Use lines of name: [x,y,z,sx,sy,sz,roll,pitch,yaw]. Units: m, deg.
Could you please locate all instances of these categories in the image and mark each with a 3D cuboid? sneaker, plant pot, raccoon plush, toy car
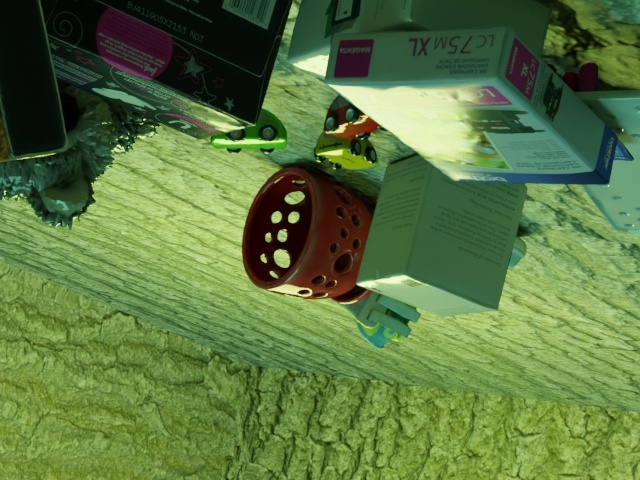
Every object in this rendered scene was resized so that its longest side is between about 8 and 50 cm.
sneaker: [0.165,0.073,2.233,0.319,0.208,0.127,2,160,42]
plant pot: [0.000,0.000,2.175,0.174,0.191,0.191,17,168,-37]
raccoon plush: [-0.228,-0.118,1.693,0.216,0.299,0.446,4,163,38]
toy car: [-0.027,-0.143,1.822,0.225,0.053,0.239,0,167,-4]

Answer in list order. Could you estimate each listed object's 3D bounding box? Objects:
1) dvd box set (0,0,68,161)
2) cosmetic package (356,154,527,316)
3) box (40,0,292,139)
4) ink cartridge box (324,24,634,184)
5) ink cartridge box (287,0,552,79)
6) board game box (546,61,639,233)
dvd box set: [-0.386,-0.221,1.441,0.062,0.308,0.420,-14,-173,-32]
cosmetic package: [0.164,-0.007,1.965,0.151,0.184,0.151,20,166,-21]
box: [-0.179,-0.228,1.491,0.247,0.163,0.142,22,166,-28]
ink cartridge box: [0.163,-0.116,1.404,0.185,0.065,0.311,3,165,35]
ink cartridge box: [0.093,-0.206,1.434,0.160,0.093,0.219,22,164,-29]
board game box: [0.455,-0.092,1.512,0.390,0.050,0.390,1,162,27]
